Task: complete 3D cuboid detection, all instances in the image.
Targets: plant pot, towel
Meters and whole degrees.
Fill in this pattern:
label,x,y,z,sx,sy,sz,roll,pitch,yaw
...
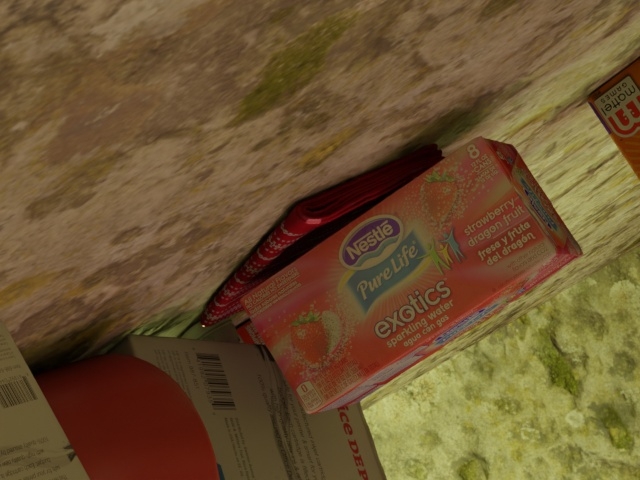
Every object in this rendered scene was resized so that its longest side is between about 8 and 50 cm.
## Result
label,x,y,z,sx,sy,sz,roll,pitch,yaw
plant pot,-0.269,0.246,1.550,0.243,0.275,0.275,-3,151,-49
towel,0.000,0.000,1.744,0.199,0.031,0.275,-24,167,-34

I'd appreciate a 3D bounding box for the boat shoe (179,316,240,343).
label,x,y,z,sx,sy,sz,roll,pitch,yaw
boat shoe,-0.136,0.142,1.905,0.066,0.063,0.184,-22,165,-41

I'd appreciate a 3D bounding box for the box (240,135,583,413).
label,x,y,z,sx,sy,sz,roll,pitch,yaw
box,0.092,0.037,1.695,0.300,0.142,0.154,-35,169,16

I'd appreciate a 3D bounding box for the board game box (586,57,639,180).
label,x,y,z,sx,sy,sz,roll,pitch,yaw
board game box,0.604,-0.133,1.982,0.356,0.356,0.356,-38,168,29

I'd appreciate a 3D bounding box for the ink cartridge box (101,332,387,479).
label,x,y,z,sx,sy,sz,roll,pitch,yaw
ink cartridge box,-0.091,0.231,1.778,0.307,0.223,0.129,8,144,-45

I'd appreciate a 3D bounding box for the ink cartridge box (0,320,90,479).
label,x,y,z,sx,sy,sz,roll,pitch,yaw
ink cartridge box,-0.267,0.185,1.303,0.092,0.218,0.158,-37,168,26

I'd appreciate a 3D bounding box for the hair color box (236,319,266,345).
label,x,y,z,sx,sy,sz,roll,pitch,yaw
hair color box,-0.037,0.102,2.043,0.167,0.053,0.093,-33,171,-3
